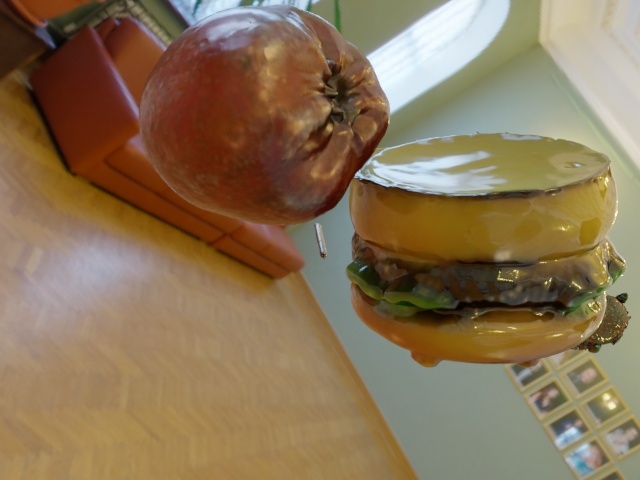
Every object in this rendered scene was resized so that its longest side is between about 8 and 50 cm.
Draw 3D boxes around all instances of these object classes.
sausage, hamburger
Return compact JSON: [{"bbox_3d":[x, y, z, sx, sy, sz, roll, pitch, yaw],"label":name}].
[{"bbox_3d":[0.000,0.000,1.354,0.015,0.015,0.100,52,17,-40],"label":"sausage"},{"bbox_3d":[0.236,0.011,1.038,0.395,0.396,0.277,-107,-166,-69],"label":"hamburger"}]

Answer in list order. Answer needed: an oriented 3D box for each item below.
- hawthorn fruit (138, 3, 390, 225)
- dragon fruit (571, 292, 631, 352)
[{"bbox_3d":[-0.066,-0.149,0.829,0.284,0.284,0.284,56,6,-9],"label":"hawthorn fruit"},{"bbox_3d":[0.616,0.188,1.637,0.175,0.142,0.138,125,-43,-57],"label":"dragon fruit"}]
